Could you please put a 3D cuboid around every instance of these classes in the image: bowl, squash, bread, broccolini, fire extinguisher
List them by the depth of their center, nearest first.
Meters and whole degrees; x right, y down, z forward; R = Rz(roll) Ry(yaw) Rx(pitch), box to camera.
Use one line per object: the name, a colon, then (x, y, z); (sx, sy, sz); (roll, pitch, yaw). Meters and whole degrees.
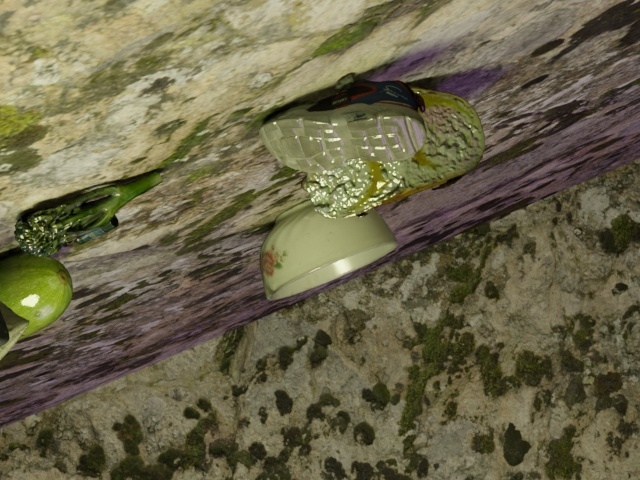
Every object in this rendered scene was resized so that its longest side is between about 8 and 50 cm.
broccolini: (-0.292, -0.033, 1.394); (0.202, 0.068, 0.091); (-22, 152, -13)
fire extinguisher: (-0.327, -0.015, 1.550); (0.083, 0.025, 0.038); (-26, -166, 18)
bread: (0.090, -0.127, 1.568); (0.260, 0.158, 0.156); (-19, -179, -26)
squash: (-0.512, 0.114, 1.587); (0.370, 0.118, 0.118); (-22, 173, 27)
bowl: (0.000, 0.000, 2.091); (0.277, 0.145, 0.277); (-20, 171, -3)

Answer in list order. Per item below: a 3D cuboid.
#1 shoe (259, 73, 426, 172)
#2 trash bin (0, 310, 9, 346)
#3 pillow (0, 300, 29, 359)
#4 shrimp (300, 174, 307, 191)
shoe: (0.033, -0.165, 1.397); (0.227, 0.125, 0.099); (-1, 143, 23)
trash bin: (-0.507, 0.101, 1.286); (0.236, 0.177, 0.101); (-26, 163, 5)
pillow: (-0.476, 0.115, 1.412); (0.148, 0.050, 0.229); (-37, -142, -20)
shrimp: (0.093, -0.137, 1.775); (0.267, 0.061, 0.145); (-27, 180, 4)
